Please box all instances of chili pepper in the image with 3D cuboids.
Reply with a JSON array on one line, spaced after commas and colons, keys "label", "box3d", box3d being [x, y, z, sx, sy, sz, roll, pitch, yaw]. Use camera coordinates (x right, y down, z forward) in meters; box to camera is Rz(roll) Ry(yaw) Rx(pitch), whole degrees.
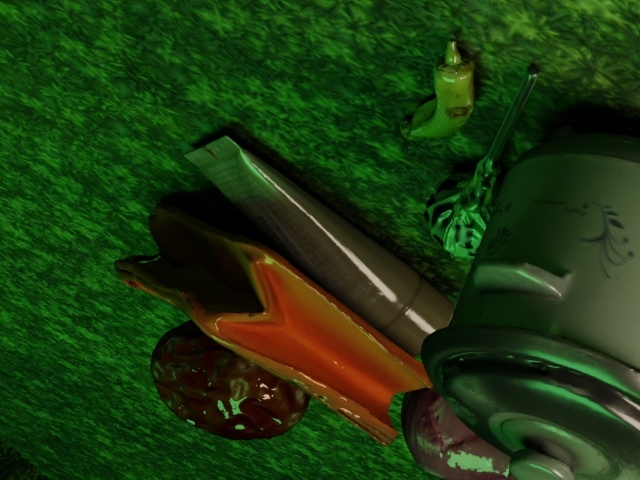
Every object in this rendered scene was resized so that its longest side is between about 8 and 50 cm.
[{"label": "chili pepper", "box3d": [0.108, -0.116, 1.480, 0.048, 0.043, 0.208, 15, 161, -4]}]

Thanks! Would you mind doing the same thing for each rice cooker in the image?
[{"label": "rice cooker", "box3d": [0.236, 0.075, 1.405, 0.264, 0.317, 0.316, 3, 149, 43]}]

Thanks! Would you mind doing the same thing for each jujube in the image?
[{"label": "jujube", "box3d": [-0.126, 0.194, 2.345, 0.250, 0.174, 0.174, 8, 153, 36]}]

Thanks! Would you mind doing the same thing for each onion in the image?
[{"label": "onion", "box3d": [0.187, 0.212, 1.977, 0.200, 0.207, 0.201, 22, 129, 29]}]

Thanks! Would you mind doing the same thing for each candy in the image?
[{"label": "candy", "box3d": [0.162, -0.068, 1.508, 0.091, 0.083, 0.305, 27, 152, 4]}]

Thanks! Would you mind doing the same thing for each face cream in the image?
[{"label": "face cream", "box3d": [0.000, 0.000, 1.857, 0.341, 0.084, 0.137, 39, 161, -15]}]

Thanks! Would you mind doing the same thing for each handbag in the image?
[{"label": "handbag", "box3d": [-0.067, 0.093, 1.962, 0.303, 0.116, 0.410, 37, 174, -21]}]

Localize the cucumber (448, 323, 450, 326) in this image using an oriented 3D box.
[{"label": "cucumber", "box3d": [0.170, 0.110, 1.964, 0.133, 0.032, 0.032, 17, 158, 23]}]
